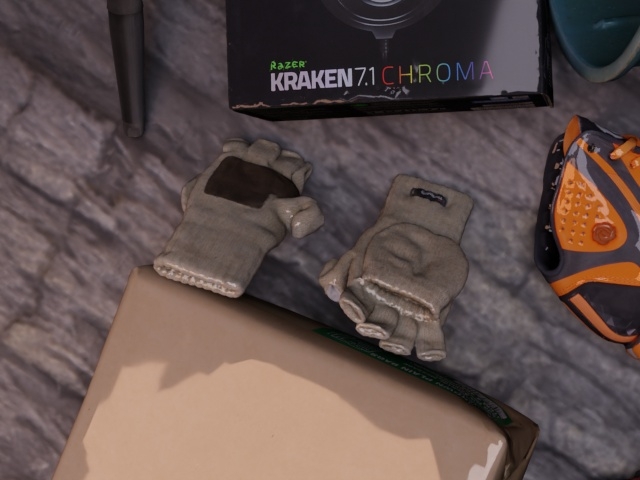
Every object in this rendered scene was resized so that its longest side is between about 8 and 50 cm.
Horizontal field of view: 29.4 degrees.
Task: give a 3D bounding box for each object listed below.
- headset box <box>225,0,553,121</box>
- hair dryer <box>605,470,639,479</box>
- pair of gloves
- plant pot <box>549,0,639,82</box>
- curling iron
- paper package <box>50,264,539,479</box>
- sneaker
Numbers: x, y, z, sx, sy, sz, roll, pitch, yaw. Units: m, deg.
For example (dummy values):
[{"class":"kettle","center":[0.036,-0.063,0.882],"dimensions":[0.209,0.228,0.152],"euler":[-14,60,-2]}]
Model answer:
[{"class":"headset box","center":[0.056,-0.244,0.968],"dimensions":[0.247,0.131,0.283],"euler":[-1,91,13]},{"class":"hair dryer","center":[0.293,0.205,1.010],"dimensions":[0.224,0.080,0.293],"euler":[19,84,16]},{"class":"pair of gloves","center":[0.000,0.000,0.983],"dimensions":[0.240,0.204,0.042],"euler":[14,127,0]},{"class":"plant pot","center":[0.362,-0.288,0.890],"dimensions":[0.334,0.341,0.341],"euler":[-1,92,-5]},{"class":"curling iron","center":[-0.170,-0.206,0.989],"dimensions":[0.068,0.035,0.274],"euler":[10,130,23]},{"class":"paper package","center":[-0.038,0.215,0.956],"dimensions":[0.325,0.168,0.309],"euler":[23,93,19]},{"class":"sneaker","center":[0.298,-0.070,0.986],"dimensions":[0.180,0.124,0.321],"euler":[39,94,0]}]
